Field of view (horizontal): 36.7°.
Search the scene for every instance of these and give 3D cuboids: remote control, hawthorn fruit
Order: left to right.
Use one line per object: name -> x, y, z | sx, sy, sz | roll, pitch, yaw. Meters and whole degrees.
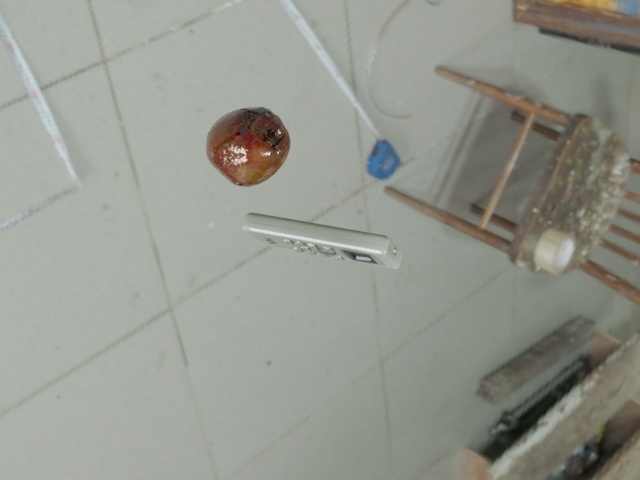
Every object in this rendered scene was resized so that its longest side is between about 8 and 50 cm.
hawthorn fruit -> -0.064, -0.087, 0.864 | 0.077, 0.077, 0.077 | -25, 129, -36
remote control -> 0.000, 0.000, 1.170 | 0.087, 0.190, 0.029 | 43, 59, -69
